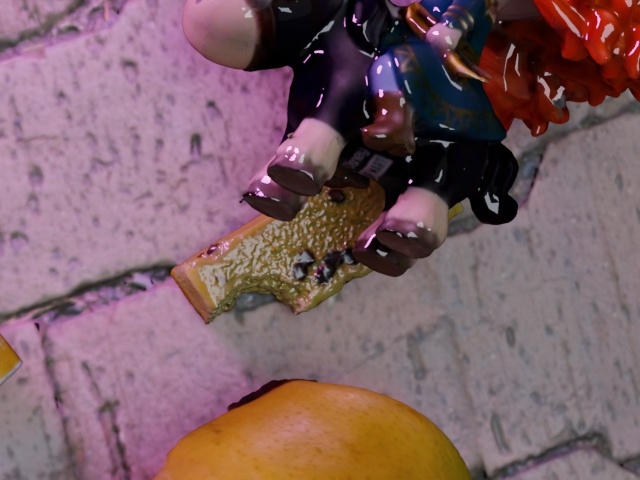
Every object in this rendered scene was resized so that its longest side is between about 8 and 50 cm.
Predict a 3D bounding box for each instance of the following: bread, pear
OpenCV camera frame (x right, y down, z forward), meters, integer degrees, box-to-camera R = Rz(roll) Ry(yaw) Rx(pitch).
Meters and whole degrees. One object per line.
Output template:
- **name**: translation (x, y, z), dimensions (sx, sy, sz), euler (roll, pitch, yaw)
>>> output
- **bread**: translation (0.000, 0.000, 1.299), dimensions (0.226, 0.049, 0.088), euler (-33, 97, -16)
- **pear**: translation (0.008, 0.292, 1.145), dimensions (0.340, 0.191, 0.386), euler (47, 61, -40)

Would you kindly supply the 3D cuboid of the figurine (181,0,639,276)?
- **figurine**: translation (0.090, -0.170, 1.235), dimensions (0.411, 0.241, 0.306), euler (-35, 73, -16)

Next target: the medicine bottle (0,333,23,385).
- **medicine bottle**: translation (-0.305, 0.022, 1.192), dimensions (0.074, 0.074, 0.218), euler (-40, 101, -16)
